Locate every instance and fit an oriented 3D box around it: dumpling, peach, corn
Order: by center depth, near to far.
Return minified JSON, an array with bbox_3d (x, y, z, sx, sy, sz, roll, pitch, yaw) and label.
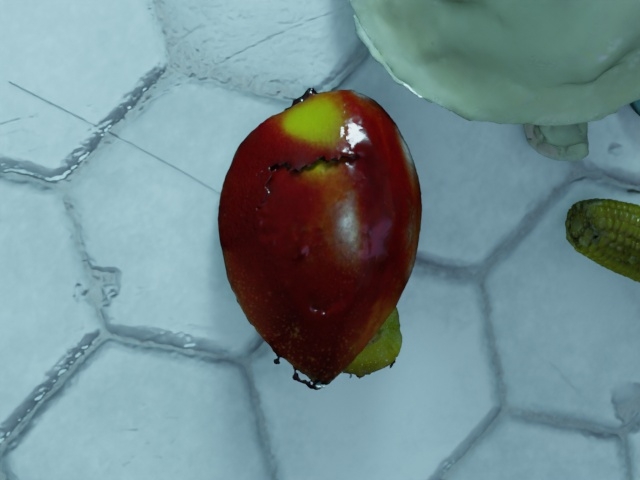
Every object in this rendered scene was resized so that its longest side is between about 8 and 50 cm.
[{"bbox_3d":[0.161,-0.267,1.685,0.315,0.233,0.395,-40,90,9],"label":"dumpling"},{"bbox_3d":[0.000,-0.001,1.739,0.189,0.068,0.279,-1,90,0],"label":"peach"},{"bbox_3d":[0.030,0.081,1.815,0.098,0.061,0.098,-4,118,-8],"label":"peach"},{"bbox_3d":[0.230,-0.115,1.856,0.076,0.057,0.052,50,44,-48],"label":"dumpling"},{"bbox_3d":[0.349,0.015,1.916,0.231,0.080,0.080,17,98,-26],"label":"corn"}]

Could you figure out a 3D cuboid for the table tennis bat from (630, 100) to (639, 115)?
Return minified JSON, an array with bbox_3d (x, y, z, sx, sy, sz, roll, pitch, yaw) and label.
[{"bbox_3d":[0.353,-0.220,1.876,0.149,0.038,0.237,-22,115,-14],"label":"table tennis bat"}]
